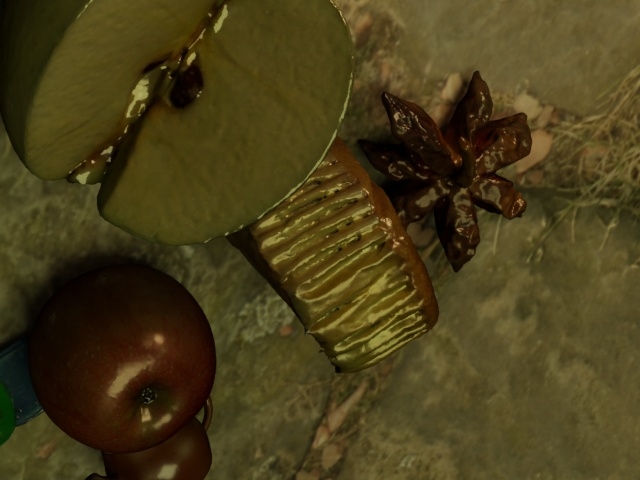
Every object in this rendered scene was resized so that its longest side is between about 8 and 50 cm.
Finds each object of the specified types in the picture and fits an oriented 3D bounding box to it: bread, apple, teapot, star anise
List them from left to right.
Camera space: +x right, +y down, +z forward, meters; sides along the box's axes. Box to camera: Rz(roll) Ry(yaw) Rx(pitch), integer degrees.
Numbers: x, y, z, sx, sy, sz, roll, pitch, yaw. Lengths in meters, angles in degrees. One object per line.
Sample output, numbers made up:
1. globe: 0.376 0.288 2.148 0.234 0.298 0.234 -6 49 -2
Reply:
1. apple: -0.185 0.113 1.759 0.181 0.168 0.181 -17 126 -25
2. teapot: -0.171 0.201 1.865 0.173 0.116 0.116 -48 135 -32
3. apple: -0.135 -0.158 1.574 0.295 0.233 0.258 27 111 -28
4. bread: 0.000 0.000 1.732 0.142 0.253 0.227 -33 120 -8
5. star anise: 0.132 -0.064 1.860 0.212 0.111 0.196 7 122 -38

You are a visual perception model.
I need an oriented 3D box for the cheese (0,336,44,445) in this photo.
1. cheese: -0.392 0.208 1.761 0.320 0.083 0.204 -33 133 -19
